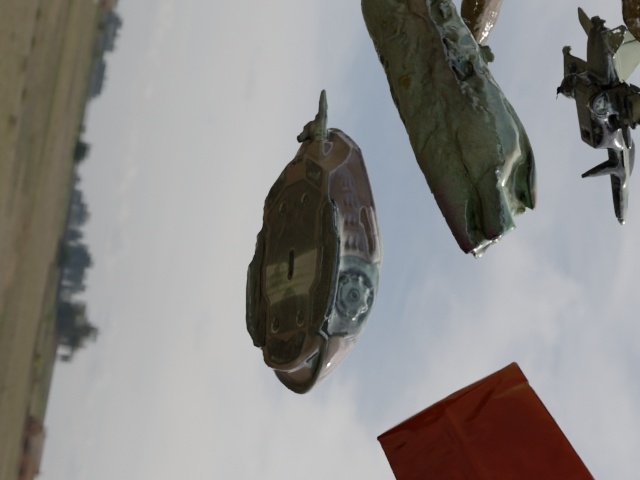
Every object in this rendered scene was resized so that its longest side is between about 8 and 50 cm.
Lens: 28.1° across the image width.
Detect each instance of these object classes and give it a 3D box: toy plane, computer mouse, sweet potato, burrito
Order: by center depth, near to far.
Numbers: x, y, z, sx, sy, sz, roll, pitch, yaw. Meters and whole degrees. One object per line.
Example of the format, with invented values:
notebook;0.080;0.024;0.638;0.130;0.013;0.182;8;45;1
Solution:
burrito;0.106;-0.125;1.092;0.096;0.066;0.309;-34;-124;24
toy plane;0.327;-0.132;1.476;0.192;0.088;0.262;-129;-147;-62
computer mouse;0.005;0.003;1.610;0.199;0.115;0.389;-14;-114;51
sweet potato;0.222;-0.341;1.632;0.273;0.075;0.075;111;-15;-57

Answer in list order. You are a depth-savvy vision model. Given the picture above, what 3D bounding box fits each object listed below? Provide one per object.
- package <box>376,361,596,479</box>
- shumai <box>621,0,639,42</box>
package;0.192;0.280;1.337;0.123;0.196;0.423;61;3;-30
shumai;0.390;-0.262;1.377;0.105;0.123;0.139;-25;116;-60
